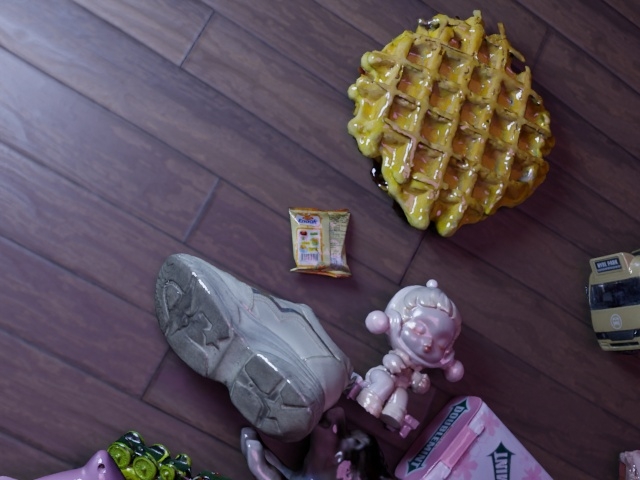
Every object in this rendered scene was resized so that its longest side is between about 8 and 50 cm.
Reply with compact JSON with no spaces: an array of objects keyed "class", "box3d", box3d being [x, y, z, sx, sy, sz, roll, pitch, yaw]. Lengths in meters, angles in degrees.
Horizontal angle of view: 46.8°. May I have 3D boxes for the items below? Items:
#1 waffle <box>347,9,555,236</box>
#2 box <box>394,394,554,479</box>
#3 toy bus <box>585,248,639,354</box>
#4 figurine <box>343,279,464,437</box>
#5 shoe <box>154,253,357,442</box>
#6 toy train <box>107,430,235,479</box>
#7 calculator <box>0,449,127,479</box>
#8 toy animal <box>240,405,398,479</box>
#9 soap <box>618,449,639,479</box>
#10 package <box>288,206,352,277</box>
[{"class":"waffle","box3d":[0.239,-0.212,1.302,0.382,0.095,0.379,-30,92,-22]},{"class":"box","box3d":[0.311,0.454,1.241,0.190,0.112,0.369,-44,101,-18]},{"class":"toy bus","box3d":[0.676,0.083,1.375,0.366,0.177,0.201,-16,86,-23]},{"class":"figurine","box3d":[0.151,0.181,1.208,0.182,0.144,0.256,33,76,8]},{"class":"shoe","box3d":[-0.093,0.141,1.125,0.342,0.132,0.211,42,27,19]},{"class":"toy train","box3d":[-0.190,0.343,1.027,0.250,0.053,0.085,17,107,21]},{"class":"calculator","box3d":[-0.337,0.442,1.014,0.194,0.043,0.294,-12,105,-14]},{"class":"toy animal","box3d":[0.041,0.421,1.111,0.303,0.194,0.344,-4,88,-13]},{"class":"soap","box3d":[0.673,0.486,1.367,0.273,0.098,0.217,7,88,-16]},{"class":"package","box3d":[0.000,0.002,1.222,0.108,0.031,0.120,3,78,-19]}]
